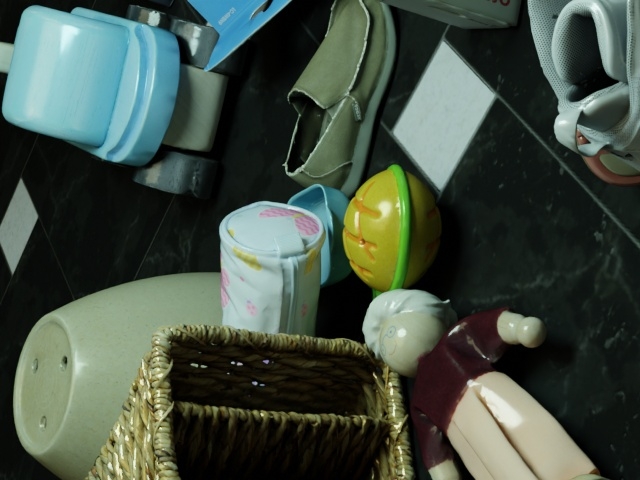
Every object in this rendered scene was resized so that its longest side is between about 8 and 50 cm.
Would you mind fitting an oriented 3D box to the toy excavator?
[{"bbox_3d":[-0.380,-0.235,1.916,0.433,0.445,0.222,24,100,55],"label":"toy excavator"}]

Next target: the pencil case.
[{"bbox_3d":[-0.056,0.095,1.563,0.124,0.113,0.273,-105,16,-61],"label":"pencil case"}]

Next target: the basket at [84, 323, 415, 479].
[{"bbox_3d":[-0.046,0.234,1.420,0.223,0.299,0.213,-62,38,24],"label":"basket"}]

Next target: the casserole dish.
[{"bbox_3d":[0.000,0.000,1.615,0.188,0.037,0.114,156,111,-71],"label":"casserole dish"}]

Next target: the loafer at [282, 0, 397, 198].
[{"bbox_3d":[0.018,-0.169,1.633,0.094,0.087,0.251,6,86,56],"label":"loafer"}]

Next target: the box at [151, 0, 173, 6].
[{"bbox_3d":[-0.288,-0.428,2.094,0.093,0.158,0.156,-61,37,23],"label":"box"}]

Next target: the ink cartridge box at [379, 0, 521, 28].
[{"bbox_3d":[0.134,-0.328,1.452,0.087,0.153,0.208,7,86,57],"label":"ink cartridge box"}]

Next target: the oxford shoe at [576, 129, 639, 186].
[{"bbox_3d":[0.252,-0.205,1.312,0.130,0.123,0.348,114,154,-73],"label":"oxford shoe"}]

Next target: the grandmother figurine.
[{"bbox_3d":[0.145,0.152,1.348,0.208,0.104,0.342,-58,41,14],"label":"grandmother figurine"}]

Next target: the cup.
[{"bbox_3d":[-0.230,0.184,1.763,0.331,0.237,0.331,-23,62,51],"label":"cup"}]

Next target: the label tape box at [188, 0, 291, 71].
[{"bbox_3d":[-0.082,-0.410,1.755,0.249,0.115,0.348,-34,36,46],"label":"label tape box"}]

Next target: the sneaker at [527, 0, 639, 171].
[{"bbox_3d":[0.292,-0.215,1.133,0.137,0.210,0.366,17,95,56],"label":"sneaker"}]

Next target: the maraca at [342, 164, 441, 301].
[{"bbox_3d":[0.071,0.005,1.504,0.186,0.099,0.127,102,168,-48],"label":"maraca"}]
